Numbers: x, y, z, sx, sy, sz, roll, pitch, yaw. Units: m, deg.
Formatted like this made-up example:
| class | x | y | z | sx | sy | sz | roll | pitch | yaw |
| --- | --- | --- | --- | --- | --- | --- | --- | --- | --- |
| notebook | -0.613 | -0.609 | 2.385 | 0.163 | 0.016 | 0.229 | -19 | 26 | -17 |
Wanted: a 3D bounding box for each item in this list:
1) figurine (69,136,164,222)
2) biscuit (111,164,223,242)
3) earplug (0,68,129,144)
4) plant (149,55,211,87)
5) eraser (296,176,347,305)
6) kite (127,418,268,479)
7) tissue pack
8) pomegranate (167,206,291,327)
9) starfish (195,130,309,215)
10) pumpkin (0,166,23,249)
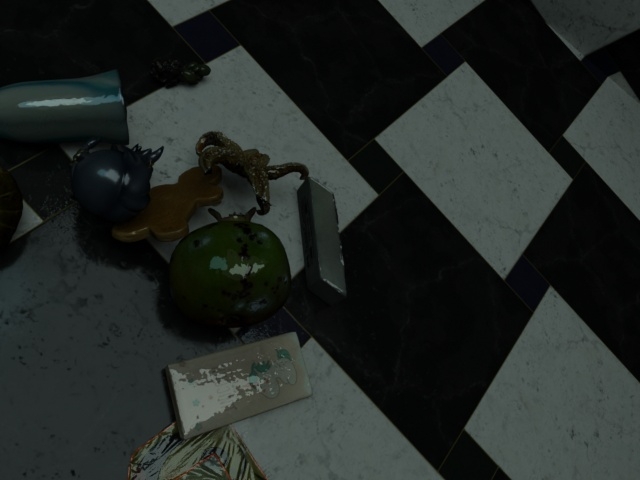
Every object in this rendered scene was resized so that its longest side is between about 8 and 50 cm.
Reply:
| class | x | y | z | sx | sy | sz | roll | pitch | yaw |
| --- | --- | --- | --- | --- | --- | --- | --- | --- | --- |
| figurine | -0.469 | -0.141 | 1.142 | 0.197 | 0.265 | 0.175 | 1 | 105 | -28 |
| biscuit | -0.344 | -0.093 | 1.231 | 0.216 | 0.047 | 0.339 | 2 | 36 | 14 |
| earplug | -0.640 | -0.311 | 1.183 | 0.324 | 0.185 | 0.185 | -8 | 74 | -22 |
| plant | -0.401 | -0.480 | 1.412 | 0.174 | 0.085 | 0.087 | -8 | 98 | -32 |
| eraser | -0.001 | 0.000 | 1.379 | 0.077 | 0.111 | 0.352 | 2 | 69 | -24 |
| kite | -0.262 | 0.544 | 1.103 | 0.328 | 0.013 | 0.377 | 12 | 65 | -21 |
| tissue pack | -0.187 | 0.336 | 1.181 | 0.326 | 0.071 | 0.170 | -11 | 75 | -29 |
| pomegranate | -0.203 | 0.045 | 1.169 | 0.291 | 0.291 | 0.323 | 14 | 74 | -19 |
| starfish | -0.181 | -0.183 | 1.279 | 0.312 | 0.113 | 0.303 | 8 | 31 | -32 |
| pumpkin | -0.750 | -0.078 | 1.047 | 0.219 | 0.162 | 0.218 | -4 | 98 | -31 |
